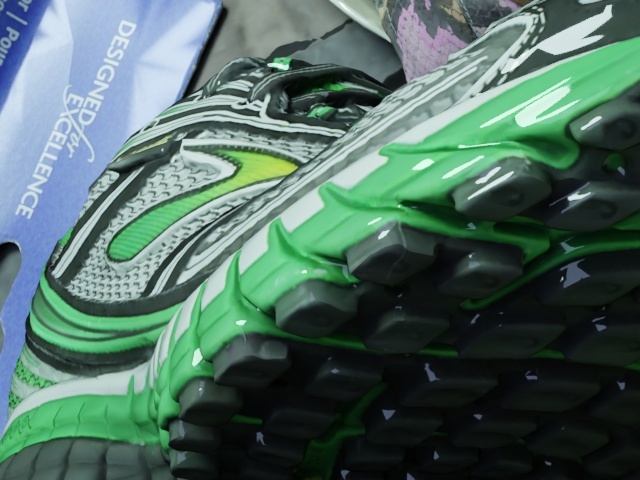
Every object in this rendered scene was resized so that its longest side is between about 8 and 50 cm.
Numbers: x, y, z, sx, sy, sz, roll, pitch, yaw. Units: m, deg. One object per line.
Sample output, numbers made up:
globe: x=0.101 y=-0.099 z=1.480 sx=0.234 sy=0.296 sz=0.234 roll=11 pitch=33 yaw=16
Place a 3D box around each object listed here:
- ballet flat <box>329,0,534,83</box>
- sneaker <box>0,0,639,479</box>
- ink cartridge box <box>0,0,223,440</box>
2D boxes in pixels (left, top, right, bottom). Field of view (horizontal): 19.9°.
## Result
ballet flat: x=0.009 y=-0.133 z=0.617 sx=0.079 sy=0.077 sz=0.221 roll=-43 pitch=58 yaw=30
sneaker: x=0.000 y=0.000 z=0.473 sx=0.343 sy=0.134 sz=0.146 roll=-29 pitch=54 yaw=50
ink cartridge box: x=-0.230 y=-0.005 z=0.689 sx=0.307 sy=0.072 sz=0.304 roll=19 pitch=82 yaw=32
